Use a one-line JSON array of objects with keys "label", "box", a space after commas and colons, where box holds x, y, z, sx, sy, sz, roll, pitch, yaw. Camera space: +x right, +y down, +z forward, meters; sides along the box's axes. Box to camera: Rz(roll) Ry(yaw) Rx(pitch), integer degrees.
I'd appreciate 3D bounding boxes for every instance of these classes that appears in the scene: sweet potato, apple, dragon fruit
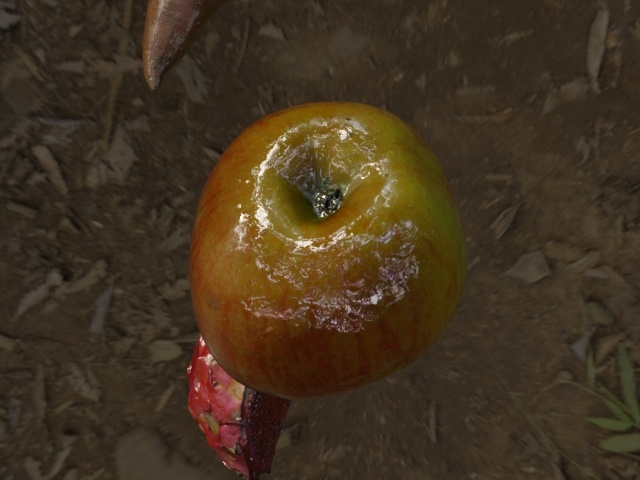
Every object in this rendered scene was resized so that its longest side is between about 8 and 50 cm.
[{"label": "sweet potato", "box": [-0.135, -0.355, 1.497, 0.106, 0.095, 0.354, 40, 88, 22]}, {"label": "apple", "box": [0.000, 0.000, 1.149, 0.301, 0.301, 0.302, 0, 85, 3]}, {"label": "dragon fruit", "box": [-0.100, 0.166, 1.442, 0.163, 0.189, 0.262, 24, 75, -40]}]
